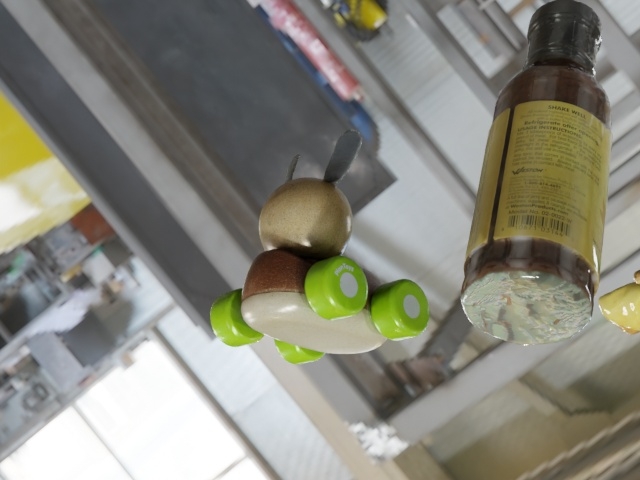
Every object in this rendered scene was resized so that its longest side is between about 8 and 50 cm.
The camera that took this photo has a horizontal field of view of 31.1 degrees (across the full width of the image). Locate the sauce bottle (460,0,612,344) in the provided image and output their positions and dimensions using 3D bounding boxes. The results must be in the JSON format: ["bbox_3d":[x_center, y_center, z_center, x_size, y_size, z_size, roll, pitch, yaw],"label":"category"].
[{"bbox_3d":[0.199,-0.075,0.999,0.111,0.111,0.344,-38,-152,49],"label":"sauce bottle"}]

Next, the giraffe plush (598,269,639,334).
[{"bbox_3d":[0.396,0.103,1.140,0.181,0.170,0.210,-16,166,0],"label":"giraffe plush"}]

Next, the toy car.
[{"bbox_3d":[0.000,0.000,1.031,0.149,0.188,0.155,20,153,-39],"label":"toy car"}]
